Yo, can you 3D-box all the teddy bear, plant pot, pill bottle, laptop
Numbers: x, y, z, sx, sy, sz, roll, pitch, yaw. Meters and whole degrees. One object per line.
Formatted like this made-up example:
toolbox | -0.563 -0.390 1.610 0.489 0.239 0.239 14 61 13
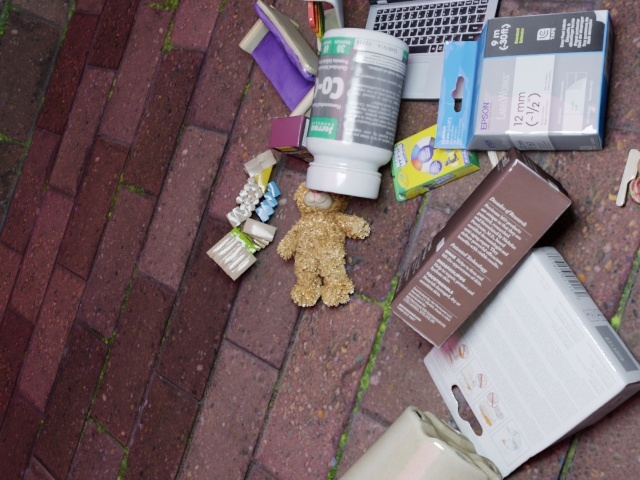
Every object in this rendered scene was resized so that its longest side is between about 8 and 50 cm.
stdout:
teddy bear | 0.000 0.000 1.804 0.245 0.113 0.338 14 89 40
plant pot | 0.173 0.503 1.401 0.334 0.334 0.305 40 96 40
pill bottle | 0.077 -0.285 1.687 0.204 0.204 0.361 12 94 42
laptop | 0.190 -0.555 1.698 0.382 0.236 0.408 11 86 43

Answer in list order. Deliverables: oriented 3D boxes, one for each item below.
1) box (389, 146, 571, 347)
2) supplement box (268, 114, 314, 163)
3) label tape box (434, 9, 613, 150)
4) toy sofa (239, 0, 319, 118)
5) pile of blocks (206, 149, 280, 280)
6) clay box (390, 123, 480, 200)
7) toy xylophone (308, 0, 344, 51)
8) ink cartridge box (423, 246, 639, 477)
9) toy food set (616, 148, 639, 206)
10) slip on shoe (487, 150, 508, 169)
box | 0.309 0.010 1.451 0.143 0.191 0.381 40 108 0
supplement box | -0.025 -0.246 1.837 0.104 0.188 0.081 3 81 42
label tape box | 0.396 -0.316 1.484 0.347 0.115 0.249 4 82 25
toy sofa | -0.091 -0.472 1.965 0.150 0.177 0.363 -47 53 22
pile of blocks | -0.187 -0.064 2.008 0.112 0.148 0.362 139 153 -81
clay box | 0.245 -0.184 1.674 0.222 0.053 0.128 -23 64 34
toy xylophone | 0.012 -0.566 1.845 0.081 0.323 0.236 -4 72 7
ink cartridge box | 0.397 0.250 1.432 0.385 0.091 0.308 -56 48 38
toy food set | 0.614 -0.103 1.293 0.218 0.071 0.128 22 89 49
slip on shoe | 0.388 -0.143 1.545 0.041 0.051 0.135 -19 60 24
